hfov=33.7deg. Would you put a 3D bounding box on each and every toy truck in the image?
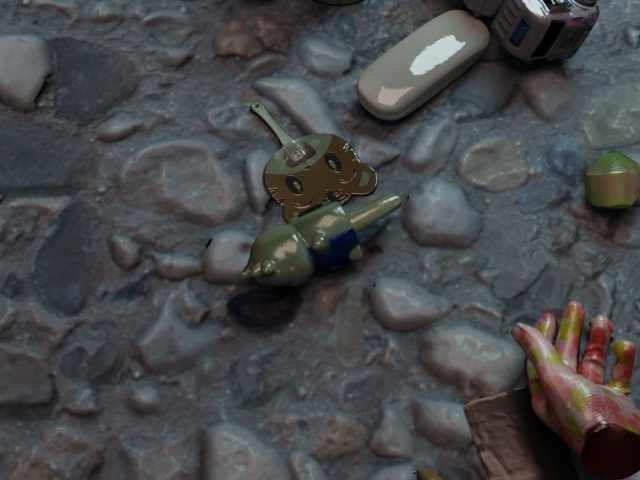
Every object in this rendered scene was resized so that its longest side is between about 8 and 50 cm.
[{"bbox_3d":[0.286,-0.392,1.583,0.155,0.124,0.268,-13,62,-25],"label":"toy truck"}]

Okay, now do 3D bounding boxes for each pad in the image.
[{"bbox_3d":[0.253,0.261,1.319,0.112,0.003,0.157,-13,62,-6],"label":"pad"}]

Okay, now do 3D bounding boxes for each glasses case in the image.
[{"bbox_3d":[0.154,-0.263,1.571,0.233,0.059,0.092,-39,71,-21],"label":"glasses case"}]

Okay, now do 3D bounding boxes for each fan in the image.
[{"bbox_3d":[-0.032,-0.125,1.531,0.152,0.008,0.227,-32,67,-15],"label":"fan"}]

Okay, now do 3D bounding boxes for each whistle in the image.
[{"bbox_3d":[0.000,0.000,1.414,0.244,0.110,0.092,-25,96,-12],"label":"whistle"}]

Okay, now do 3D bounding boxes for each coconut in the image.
[{"bbox_3d":[0.406,-0.083,1.461,0.083,0.082,0.081,-8,95,6],"label":"coconut"}]

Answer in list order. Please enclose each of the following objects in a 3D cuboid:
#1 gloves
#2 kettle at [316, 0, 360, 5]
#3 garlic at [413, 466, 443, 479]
[{"bbox_3d":[0.316,0.178,1.304,0.145,0.126,0.241,-2,27,-9],"label":"gloves"},{"bbox_3d":[0.019,-0.471,1.587,0.161,0.236,0.221,15,63,8],"label":"kettle"},{"bbox_3d":[0.162,0.379,1.169,0.145,0.164,0.245,-26,57,6],"label":"garlic"}]
